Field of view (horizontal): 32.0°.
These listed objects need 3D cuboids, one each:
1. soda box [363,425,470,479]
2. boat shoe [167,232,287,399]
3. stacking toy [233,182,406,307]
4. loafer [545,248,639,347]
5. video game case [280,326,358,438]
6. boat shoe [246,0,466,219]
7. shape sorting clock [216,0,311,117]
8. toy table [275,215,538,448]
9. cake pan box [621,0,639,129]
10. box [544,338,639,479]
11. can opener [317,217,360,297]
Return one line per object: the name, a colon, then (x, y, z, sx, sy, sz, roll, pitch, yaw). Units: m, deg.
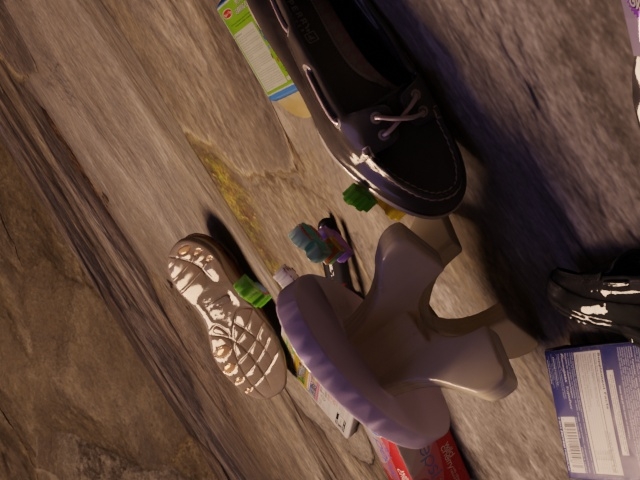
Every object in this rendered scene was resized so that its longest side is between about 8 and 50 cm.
soda box: (0.118, 0.258, 1.579, 0.083, 0.092, 0.263, 18, 138, 57)
boat shoe: (-0.146, 0.124, 1.948, 0.324, 0.123, 0.116, 64, -165, -13)
stacking toy: (0.000, 0.000, 1.214, 0.052, 0.167, 0.221, 50, -169, 12)
loafer: (0.270, 0.045, 0.970, 0.223, 0.076, 0.078, -156, 78, -71)
video game case: (0.000, 0.224, 1.886, 0.193, 0.023, 0.212, 48, 159, 19)
boat shoe: (0.031, -0.167, 1.100, 0.335, 0.112, 0.095, 54, 164, 12)
shape sorting clock: (-0.055, -0.236, 1.279, 0.206, 0.040, 0.206, 49, 162, 22)
toy table: (0.099, 0.091, 1.163, 0.274, 0.161, 0.252, 29, -148, -50)
cake pan box: (0.315, -0.070, 0.690, 0.267, 0.070, 0.246, 26, 143, 53)
box: (0.294, 0.161, 1.056, 0.225, 0.036, 0.136, 155, 106, -71)
can opener: (0.020, 0.051, 1.534, 0.059, 0.073, 0.186, 48, 150, 41)
